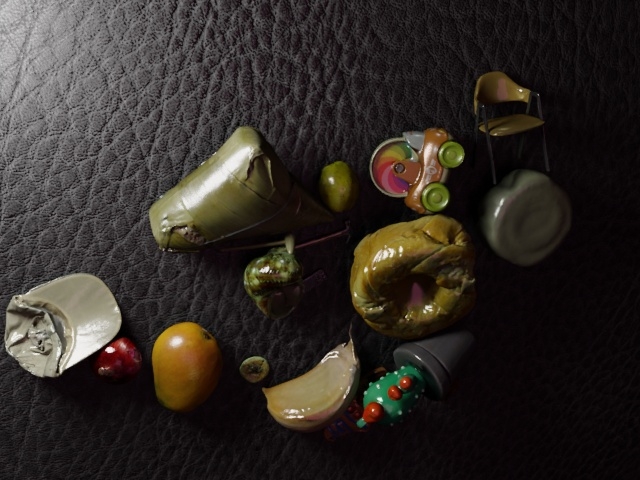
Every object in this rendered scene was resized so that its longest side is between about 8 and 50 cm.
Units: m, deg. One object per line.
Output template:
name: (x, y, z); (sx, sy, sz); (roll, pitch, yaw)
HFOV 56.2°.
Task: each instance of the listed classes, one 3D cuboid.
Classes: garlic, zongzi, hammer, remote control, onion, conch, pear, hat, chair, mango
garlic: (0.011, 0.409, 1.674); (0.338, 0.151, 0.196); (-37, 88, 1)
zongzi: (-0.189, -0.052, 1.472); (0.356, 0.174, 0.393); (-34, 141, 13)
hammer: (0.000, 0.000, 1.597); (0.182, 0.017, 0.062); (-19, 112, -7)
remote control: (-0.029, 0.113, 1.628); (0.096, 0.014, 0.039); (-30, 114, -5)
onion: (-0.514, 0.297, 1.498); (0.131, 0.131, 0.131); (-5, 110, -14)
conch: (-0.111, 0.095, 1.536); (0.181, 0.124, 0.187); (-46, 144, 15)
pear: (0.047, -0.133, 1.514); (0.107, 0.107, 0.131); (-14, 99, -11)
hat: (-0.629, 0.208, 1.461); (0.245, 0.149, 0.214); (-25, 91, -41)
hammer: (-0.156, 0.022, 1.484); (0.195, 0.060, 0.028); (-7, 142, 11)
chair: (0.483, -0.299, 1.559); (0.159, 0.172, 0.246); (-14, 118, -10)
mango: (-0.341, 0.331, 1.550); (0.176, 0.139, 0.254); (1, 116, -3)

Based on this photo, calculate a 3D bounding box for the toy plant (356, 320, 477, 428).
toy plant: (0.252, 0.384, 1.664); (0.400, 0.279, 0.185); (-39, 105, -24)

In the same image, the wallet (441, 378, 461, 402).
wallet: (0.343, 0.427, 1.834); (0.176, 0.026, 0.095); (32, 103, -20)

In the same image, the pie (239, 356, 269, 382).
pie: (-0.183, 0.358, 1.664); (0.084, 0.021, 0.084); (-5, 110, -15)

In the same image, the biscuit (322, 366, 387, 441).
biscuit: (0.108, 0.492, 1.787); (0.183, 0.043, 0.280); (38, 98, -26)

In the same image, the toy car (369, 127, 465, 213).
toy car: (0.237, -0.192, 1.544); (0.235, 0.145, 0.235); (0, 103, 1)

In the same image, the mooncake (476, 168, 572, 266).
mooncake: (0.557, -0.065, 1.655); (0.275, 0.135, 0.275); (-8, 117, -16)

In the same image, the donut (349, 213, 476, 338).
donut: (0.253, 0.097, 1.591); (0.360, 0.170, 0.360); (-2, 126, -3)
